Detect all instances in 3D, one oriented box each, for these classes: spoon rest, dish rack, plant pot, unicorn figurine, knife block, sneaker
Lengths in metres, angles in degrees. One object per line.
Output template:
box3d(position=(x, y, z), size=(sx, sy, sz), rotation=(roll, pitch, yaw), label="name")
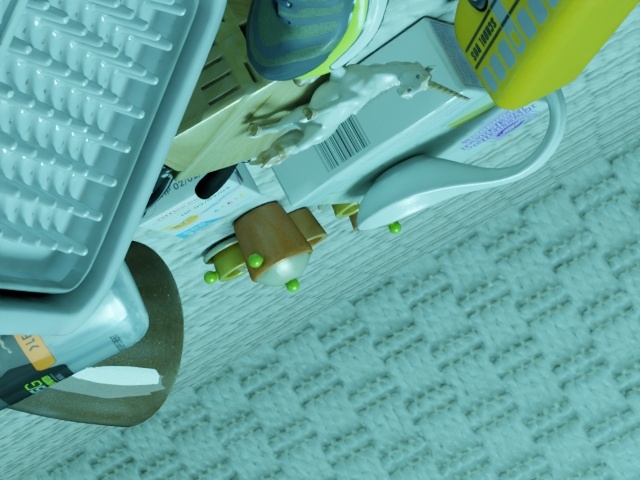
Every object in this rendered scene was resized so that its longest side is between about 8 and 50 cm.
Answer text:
box3d(position=(0.160, -0.078, 1.288), size=(0.276, 0.084, 0.137), rotation=(-33, 169, 21), label="spoon rest")
box3d(position=(-0.164, -0.089, 0.637), size=(0.333, 0.072, 0.285), rotation=(25, 87, -77), label="dish rack")
box3d(position=(-0.304, 0.099, 1.241), size=(0.230, 0.215, 0.215), rotation=(6, 148, -47), label="plant pot")
box3d(position=(0.015, -0.107, 0.897), size=(0.111, 0.060, 0.162), rotation=(-20, -177, -44), label="unicorn figurine")
box3d(position=(-0.075, -0.121, 0.980), size=(0.276, 0.088, 0.242), rotation=(-29, 171, 7), label="knife block")
box3d(position=(-0.015, -0.202, 0.715), size=(0.121, 0.111, 0.300), rotation=(-15, 156, -23), label="sneaker")

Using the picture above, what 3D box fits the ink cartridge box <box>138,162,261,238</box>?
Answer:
box3d(position=(-0.141, -0.058, 1.194), size=(0.104, 0.061, 0.181), rotation=(-29, 170, 9), label="ink cartridge box")

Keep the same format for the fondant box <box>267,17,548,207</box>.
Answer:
box3d(position=(0.111, -0.142, 1.350), size=(0.238, 0.096, 0.330), rotation=(-33, 170, 25), label="fondant box")

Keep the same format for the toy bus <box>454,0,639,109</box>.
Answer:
box3d(position=(0.211, -0.239, 1.012), size=(0.108, 0.130, 0.332), rotation=(-26, 170, -11), label="toy bus")

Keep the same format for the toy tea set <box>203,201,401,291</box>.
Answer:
box3d(position=(0.000, 0.000, 1.682), size=(0.336, 0.124, 0.200), rotation=(-23, 169, -24), label="toy tea set")

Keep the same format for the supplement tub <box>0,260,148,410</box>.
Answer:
box3d(position=(-0.319, 0.053, 0.866), size=(0.338, 0.207, 0.207), rotation=(-27, 170, -8), label="supplement tub")
